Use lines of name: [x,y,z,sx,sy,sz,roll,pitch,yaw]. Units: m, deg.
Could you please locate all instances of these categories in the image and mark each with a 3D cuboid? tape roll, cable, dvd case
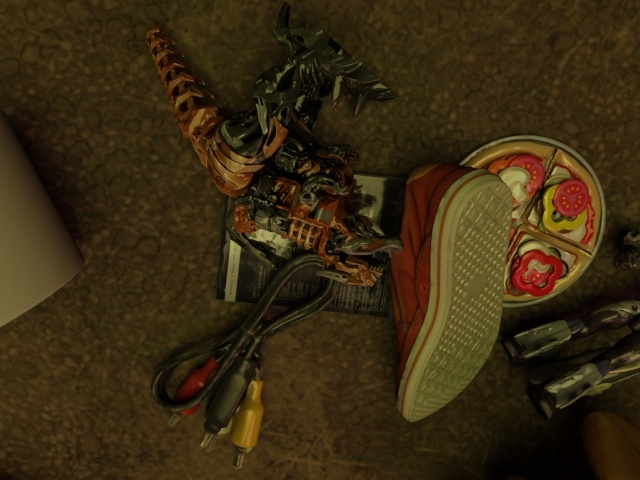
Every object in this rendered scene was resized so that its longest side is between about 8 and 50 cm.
tape roll: [-0.371,0.004,0.667,0.246,0.246,0.169,-23,106,3]
cable: [-0.087,0.119,0.817,0.139,0.072,0.287,30,97,3]
dvd case: [0.000,0.000,0.804,0.221,0.018,0.165,6,106,-6]

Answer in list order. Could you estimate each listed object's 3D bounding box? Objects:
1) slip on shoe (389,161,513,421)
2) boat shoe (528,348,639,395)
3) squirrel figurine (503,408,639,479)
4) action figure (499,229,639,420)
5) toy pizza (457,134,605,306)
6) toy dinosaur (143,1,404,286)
slip on shoe: [0.127,0.062,0.779,0.123,0.101,0.331,-19,128,-28]
boat shoe: [0.317,0.164,0.852,0.137,0.049,0.043,-14,109,3]
squirrel figurine: [0.315,0.448,0.773,0.397,0.281,0.370,32,133,14]
action figure: [0.351,0.094,0.789,0.285,0.099,0.185,-28,66,4]
toy pizza: [0.225,-0.017,0.804,0.201,0.032,0.201,-1,106,-3]
toy dinosaur: [-0.043,-0.098,0.700,0.322,0.164,0.218,37,104,-16]
